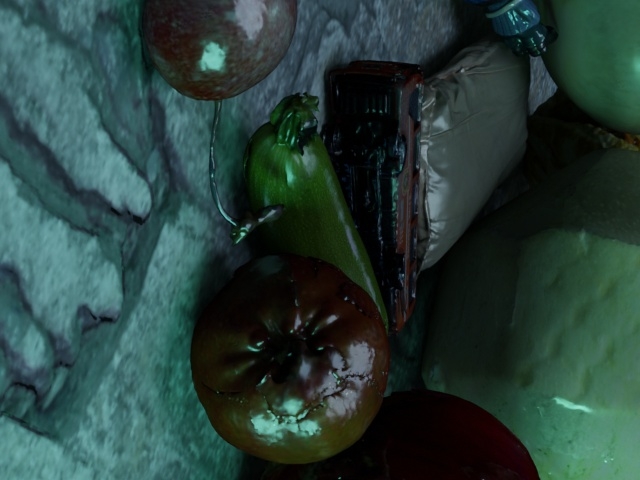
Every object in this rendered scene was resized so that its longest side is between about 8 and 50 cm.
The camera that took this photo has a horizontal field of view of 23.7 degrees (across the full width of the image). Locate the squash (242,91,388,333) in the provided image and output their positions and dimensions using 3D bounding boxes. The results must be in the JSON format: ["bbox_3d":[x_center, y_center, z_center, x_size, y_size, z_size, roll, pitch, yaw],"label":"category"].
[{"bbox_3d":[-0.003,-0.001,1.151,0.071,0.080,0.318,-62,151,-33],"label":"squash"}]

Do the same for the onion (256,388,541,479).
[{"bbox_3d":[0.058,0.244,1.164,0.276,0.276,0.276,-37,132,-56],"label":"onion"}]

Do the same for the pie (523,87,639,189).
[{"bbox_3d":[0.299,-0.073,1.630,0.084,0.205,0.179,-39,123,-20],"label":"pie"}]

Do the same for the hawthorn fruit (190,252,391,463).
[{"bbox_3d":[-0.019,0.088,1.097,0.172,0.148,0.148,70,35,-78],"label":"hawthorn fruit"}]

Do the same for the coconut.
[{"bbox_3d":[0.262,0.076,1.481,0.352,0.352,0.352,-37,132,-56],"label":"coconut"}]

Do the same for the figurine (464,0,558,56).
[{"bbox_3d":[0.159,-0.223,1.397,0.079,0.077,0.136,-41,120,-25],"label":"figurine"}]

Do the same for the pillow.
[{"bbox_3d":[0.133,-0.089,1.417,0.270,0.067,0.173,-39,130,-55],"label":"pillow"}]

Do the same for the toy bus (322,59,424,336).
[{"bbox_3d":[0.047,-0.037,1.265,0.096,0.073,0.235,-49,143,-62],"label":"toy bus"}]

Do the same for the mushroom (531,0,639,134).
[{"bbox_3d":[0.330,-0.230,1.483,0.254,0.234,0.260,109,-29,-75],"label":"mushroom"}]

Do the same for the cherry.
[{"bbox_3d":[-0.055,-0.109,0.983,0.107,0.090,0.225,-59,148,-42],"label":"cherry"}]
